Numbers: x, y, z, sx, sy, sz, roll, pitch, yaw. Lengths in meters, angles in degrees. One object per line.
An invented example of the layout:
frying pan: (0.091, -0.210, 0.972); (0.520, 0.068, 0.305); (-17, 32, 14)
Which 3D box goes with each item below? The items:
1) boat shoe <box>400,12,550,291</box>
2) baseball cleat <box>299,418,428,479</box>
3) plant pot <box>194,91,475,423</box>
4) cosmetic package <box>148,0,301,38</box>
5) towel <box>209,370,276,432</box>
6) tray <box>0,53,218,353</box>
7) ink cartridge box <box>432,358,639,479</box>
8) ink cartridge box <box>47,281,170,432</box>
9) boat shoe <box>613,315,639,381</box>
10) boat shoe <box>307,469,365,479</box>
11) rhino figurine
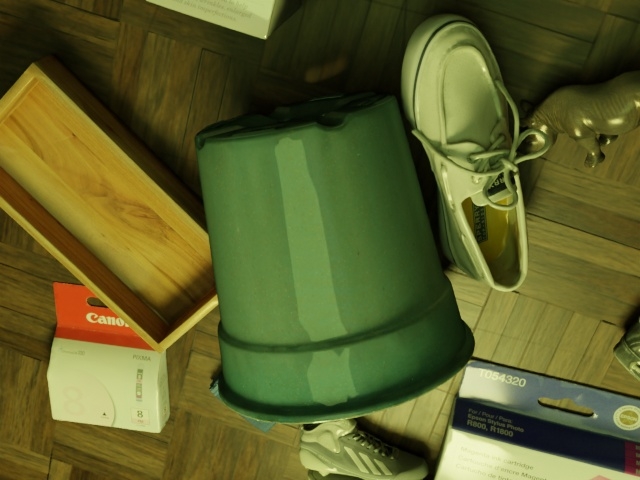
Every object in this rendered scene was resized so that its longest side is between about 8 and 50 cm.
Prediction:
boat shoe: (0.198, -0.087, 1.086); (0.135, 0.156, 0.367); (-21, 122, -14)
baseball cleat: (0.068, 0.323, 1.399); (0.205, 0.072, 0.110); (3, 106, 5)
plant pot: (0.000, 0.000, 1.133); (0.341, 0.341, 0.334); (-8, 105, 15)
cosmetic package: (-0.094, -0.346, 1.047); (0.151, 0.184, 0.152); (18, 118, 3)
towel: (-0.114, 0.249, 1.424); (0.119, 0.029, 0.067); (39, 117, -7)
tray: (-0.306, -0.046, 1.295); (0.203, 0.076, 0.411); (-40, 102, 22)
ink cartridge box: (0.339, 0.366, 1.363); (0.324, 0.071, 0.330); (13, 119, 6)
ink cartridge box: (-0.343, 0.191, 1.432); (0.189, 0.066, 0.232); (6, 120, 9)
boat shoe: (0.551, 0.220, 1.233); (0.335, 0.121, 0.119); (43, 125, 3)
boat shoe: (0.089, 0.428, 1.407); (0.254, 0.095, 0.079); (17, 124, 24)
rhino figurine: (0.334, -0.150, 1.107); (0.243, 0.073, 0.106); (-10, 129, 34)
